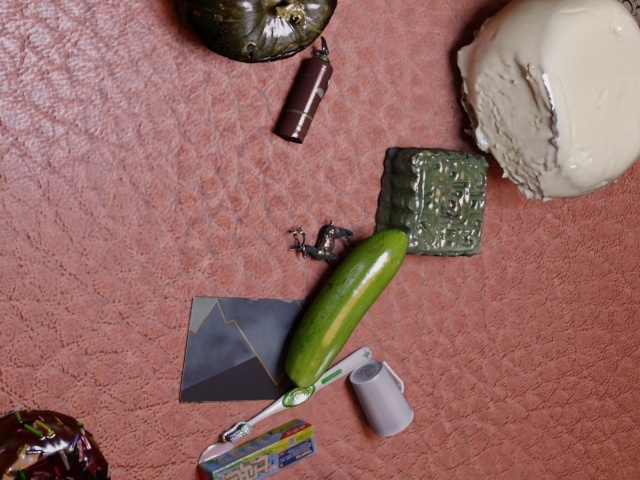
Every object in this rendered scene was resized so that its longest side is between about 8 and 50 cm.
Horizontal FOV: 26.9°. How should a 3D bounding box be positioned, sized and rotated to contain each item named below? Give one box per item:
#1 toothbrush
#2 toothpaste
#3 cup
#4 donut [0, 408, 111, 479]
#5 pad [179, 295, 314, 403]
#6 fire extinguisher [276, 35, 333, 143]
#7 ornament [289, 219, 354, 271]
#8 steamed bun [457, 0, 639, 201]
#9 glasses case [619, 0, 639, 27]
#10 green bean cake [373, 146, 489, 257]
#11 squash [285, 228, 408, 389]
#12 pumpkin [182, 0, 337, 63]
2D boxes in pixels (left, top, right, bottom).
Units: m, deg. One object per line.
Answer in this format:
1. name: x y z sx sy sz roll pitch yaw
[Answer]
1. toothbrush: -0.032 0.240 2.098 0.304 0.030 0.030 -29 116 -33
2. toothpaste: -0.096 0.325 2.055 0.193 0.044 0.070 -21 112 -34
3. cup: 0.104 0.249 2.189 0.116 0.074 0.104 62 38 -24
4. donut: -0.380 0.347 1.810 0.235 0.089 0.235 -8 102 -38
5. pad: -0.104 0.167 2.042 0.243 0.004 0.164 3 97 -38
6. fire extinguisher: -0.015 -0.221 2.009 0.157 0.045 0.078 -69 157 -6
7. ornament: 0.000 0.000 2.074 0.125 0.028 0.073 25 85 -40
8. steamed bun: 0.385 -0.246 2.194 0.312 0.233 0.334 -17 106 -38
9. glasses case: 0.463 -0.442 2.307 0.354 0.085 0.137 40 75 -36
10. green bean cake: 0.187 -0.059 2.165 0.173 0.094 0.181 3 97 -38
11. squash: 0.034 0.098 2.070 0.082 0.082 0.292 40 84 -36
12. pumpkin: -0.076 -0.354 1.842 0.238 0.159 0.238 -26 135 -29
